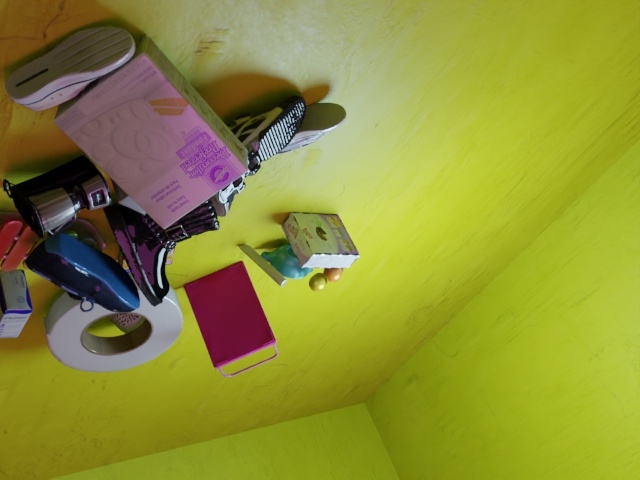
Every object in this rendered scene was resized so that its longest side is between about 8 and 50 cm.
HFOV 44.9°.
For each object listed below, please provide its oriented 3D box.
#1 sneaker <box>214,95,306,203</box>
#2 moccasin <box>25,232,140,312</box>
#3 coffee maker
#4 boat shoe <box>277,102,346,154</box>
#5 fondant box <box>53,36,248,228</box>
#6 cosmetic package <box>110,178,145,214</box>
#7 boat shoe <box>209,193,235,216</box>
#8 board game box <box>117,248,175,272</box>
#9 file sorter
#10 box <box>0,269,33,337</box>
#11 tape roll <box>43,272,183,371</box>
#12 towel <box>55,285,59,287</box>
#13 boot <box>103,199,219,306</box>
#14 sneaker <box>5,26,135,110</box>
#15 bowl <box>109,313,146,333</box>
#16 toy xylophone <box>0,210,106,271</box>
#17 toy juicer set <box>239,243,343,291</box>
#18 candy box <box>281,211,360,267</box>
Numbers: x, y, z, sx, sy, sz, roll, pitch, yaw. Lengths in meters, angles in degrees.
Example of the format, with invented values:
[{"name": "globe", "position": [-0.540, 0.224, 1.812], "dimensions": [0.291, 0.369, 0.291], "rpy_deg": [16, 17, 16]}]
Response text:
[{"name": "sneaker", "position": [-0.176, -0.248, 1.837], "dimensions": [0.330, 0.146, 0.122], "rpy_deg": [-45, 155, -18]}, {"name": "moccasin", "position": [-0.580, 0.086, 1.906], "dimensions": [0.116, 0.138, 0.342], "rpy_deg": [-27, 139, 11]}, {"name": "coffee maker", "position": [-0.578, -0.113, 1.708], "dimensions": [0.178, 0.171, 0.120], "rpy_deg": [-31, 165, -30]}, {"name": "boat shoe", "position": [-0.042, -0.277, 1.942], "dimensions": [0.227, 0.079, 0.081], "rpy_deg": [-20, 160, 1]}, {"name": "fondant box", "position": [-0.340, -0.214, 1.604], "dimensions": [0.238, 0.096, 0.330], "rpy_deg": [-33, 123, 14]}, {"name": "cosmetic package", "position": [-0.363, -0.181, 1.772], "dimensions": [0.238, 0.127, 0.107], "rpy_deg": [-33, 153, 11]}, {"name": "boat shoe", "position": [-0.254, -0.149, 2.018], "dimensions": [0.206, 0.075, 0.065], "rpy_deg": [101, 15, -52]}, {"name": "board game box", "position": [-0.468, 0.008, 2.104], "dimensions": [0.146, 0.045, 0.193], "rpy_deg": [-12, 149, -25]}, {"name": "file sorter", "position": [-0.275, 0.258, 2.451], "dimensions": [0.202, 0.291, 0.182], "rpy_deg": [-22, 156, -7]}, {"name": "box", "position": [-0.809, 0.165, 2.003], "dimensions": [0.072, 0.126, 0.137], "rpy_deg": [3, 141, -41]}, {"name": "tape roll", "position": [-0.599, 0.246, 2.261], "dimensions": [0.391, 0.072, 0.392], "rpy_deg": [-14, 141, -12]}, {"name": "towel", "position": [-0.638, 0.128, 2.199], "dimensions": [0.102, 0.021, 0.237], "rpy_deg": [-31, 153, 12]}, {"name": "boot", "position": [-0.377, 0.001, 1.986], "dimensions": [0.260, 0.131, 0.348], "rpy_deg": [-24, 137, -14]}, {"name": "sneaker", "position": [-0.469, -0.328, 1.479], "dimensions": [0.258, 0.094, 0.091], "rpy_deg": [-22, 171, 2]}, {"name": "bowl", "position": [-0.564, 0.248, 2.413], "dimensions": [0.170, 0.080, 0.170], "rpy_deg": [-19, 153, -10]}, {"name": "toy xylophone", "position": [-0.670, -0.015, 1.851], "dimensions": [0.322, 0.081, 0.236], "rpy_deg": [-2, 144, -39]}, {"name": "toy juicer set", "position": [-0.078, 0.091, 2.408], "dimensions": [0.328, 0.209, 0.090], "rpy_deg": [-7, 139, -34]}, {"name": "candy box", "position": [0.000, 0.000, 2.360], "dimensions": [0.196, 0.165, 0.070], "rpy_deg": [2, 141, -41]}]
